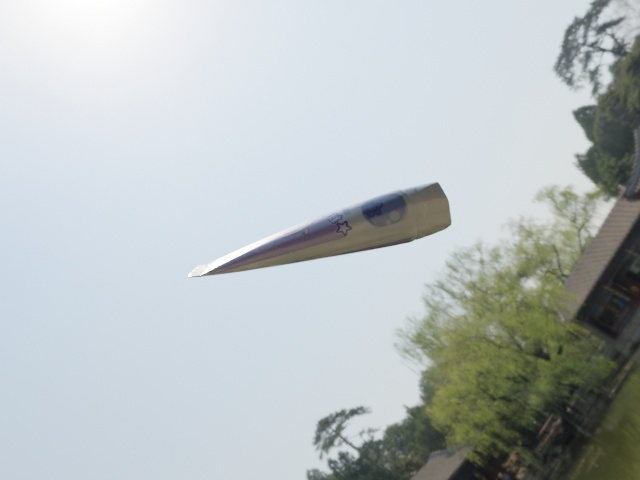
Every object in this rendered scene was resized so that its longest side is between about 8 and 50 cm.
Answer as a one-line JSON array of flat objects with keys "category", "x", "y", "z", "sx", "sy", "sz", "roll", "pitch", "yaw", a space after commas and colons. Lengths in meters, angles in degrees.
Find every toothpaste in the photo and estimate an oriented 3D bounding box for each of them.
[{"category": "toothpaste", "x": 0.000, "y": 0.000, "z": 0.778, "sx": 0.371, "sy": 0.079, "sz": 0.125, "roll": -16, "pitch": 6, "yaw": -4}]
